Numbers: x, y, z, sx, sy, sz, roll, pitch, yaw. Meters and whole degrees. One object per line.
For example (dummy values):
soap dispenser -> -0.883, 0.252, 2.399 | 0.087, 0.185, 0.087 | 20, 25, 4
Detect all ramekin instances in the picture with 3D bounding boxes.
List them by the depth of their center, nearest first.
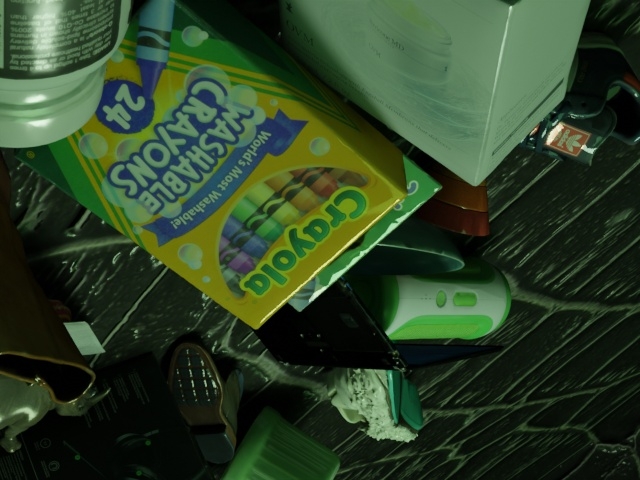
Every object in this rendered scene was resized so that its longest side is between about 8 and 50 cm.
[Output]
ramekin -> -0.091, 0.428, 1.721 | 0.303, 0.148, 0.303 | -62, 175, -10

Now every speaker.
speaker -> 0.142, 0.079, 1.543 | 0.296, 0.131, 0.131 | 4, 138, -47

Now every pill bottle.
pill bottle -> -0.196, -0.199, 0.705 | 0.162, 0.162, 0.278 | -15, 149, -26

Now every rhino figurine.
rhino figurine -> -0.360, 0.193, 1.300 | 0.243, 0.073, 0.106 | -2, 131, -35

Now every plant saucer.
plant saucer -> 0.000, 0.000, 1.206 | 0.317, 0.044, 0.317 | 4, 173, 0

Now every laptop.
laptop -> 0.036, 0.076, 1.266 | 0.234, 0.264, 0.136 | -6, -144, 51

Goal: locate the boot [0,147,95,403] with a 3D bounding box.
boot -> -0.289, -0.019, 0.792 | 0.096, 0.280, 0.264 | -29, 153, -1

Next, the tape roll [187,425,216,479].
tape roll -> -0.304, 0.396, 1.684 | 0.286, 0.100, 0.286 | -23, 152, -13

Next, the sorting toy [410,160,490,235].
sorting toy -> 0.083, -0.091, 1.261 | 0.365, 0.127, 0.126 | 6, 108, -45

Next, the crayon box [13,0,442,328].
crayon box -> -0.071, -0.061, 0.959 | 0.323, 0.083, 0.203 | 37, 116, -22

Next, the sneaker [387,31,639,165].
sneaker -> 0.236, -0.146, 1.222 | 0.350, 0.148, 0.131 | -13, 149, -29

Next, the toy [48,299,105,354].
toy -> -0.313, 0.093, 1.185 | 0.136, 0.056, 0.237 | -5, 170, -7

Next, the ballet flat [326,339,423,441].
ballet flat -> 0.081, 0.252, 1.784 | 0.147, 0.147, 0.409 | -28, 153, -1

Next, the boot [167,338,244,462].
boot -> -0.158, 0.200, 1.538 | 0.082, 0.106, 0.219 | 0, 126, 10

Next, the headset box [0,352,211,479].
headset box -> -0.283, 0.308, 1.397 | 0.283, 0.246, 0.131 | -19, 151, -21

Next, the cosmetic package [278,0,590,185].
cosmetic package -> 0.087, -0.202, 0.871 | 0.138, 0.224, 0.225 | -44, 158, -23
